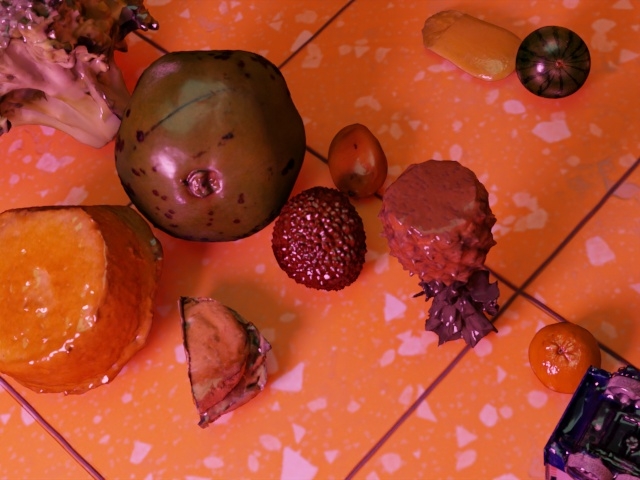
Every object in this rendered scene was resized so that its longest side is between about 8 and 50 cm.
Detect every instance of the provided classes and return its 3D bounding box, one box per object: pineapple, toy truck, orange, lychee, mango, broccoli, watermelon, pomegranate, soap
[{"bbox_3d":[0.142,0.025,1.287,0.128,0.248,0.128,-8,50,10],"label":"pineapple"},{"bbox_3d":[0.367,0.248,1.154,0.267,0.155,0.124,26,67,23],"label":"toy truck"},{"bbox_3d":[0.276,0.131,1.295,0.083,0.070,0.083,-6,61,11],"label":"orange"},{"bbox_3d":[0.001,0.001,1.414,0.123,0.123,0.129,-40,87,-14],"label":"lychee"},{"bbox_3d":[0.048,-0.107,1.503,0.080,0.060,0.114,-19,57,19],"label":"mango"},{"bbox_3d":[-0.395,-0.264,1.578,0.334,0.272,0.324,-38,50,25],"label":"broccoli"},{"bbox_3d":[0.304,-0.232,1.508,0.108,0.109,0.109,-6,57,9],"label":"watermelon"},{"bbox_3d":[-0.136,-0.130,1.459,0.254,0.254,0.271,-2,32,11],"label":"pomegranate"},{"bbox_3d":[0.203,-0.273,1.591,0.168,0.033,0.089,29,66,28],"label":"soap"}]

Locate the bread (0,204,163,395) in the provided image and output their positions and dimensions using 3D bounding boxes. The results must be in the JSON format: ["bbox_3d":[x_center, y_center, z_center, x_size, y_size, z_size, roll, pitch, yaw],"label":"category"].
[{"bbox_3d":[-0.319,0.068,1.401,0.268,0.145,0.269,-7,72,23],"label":"bread"}]

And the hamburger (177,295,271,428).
[{"bbox_3d":[-0.110,0.141,1.371,0.102,0.087,0.176,-9,48,-8],"label":"hamburger"}]
